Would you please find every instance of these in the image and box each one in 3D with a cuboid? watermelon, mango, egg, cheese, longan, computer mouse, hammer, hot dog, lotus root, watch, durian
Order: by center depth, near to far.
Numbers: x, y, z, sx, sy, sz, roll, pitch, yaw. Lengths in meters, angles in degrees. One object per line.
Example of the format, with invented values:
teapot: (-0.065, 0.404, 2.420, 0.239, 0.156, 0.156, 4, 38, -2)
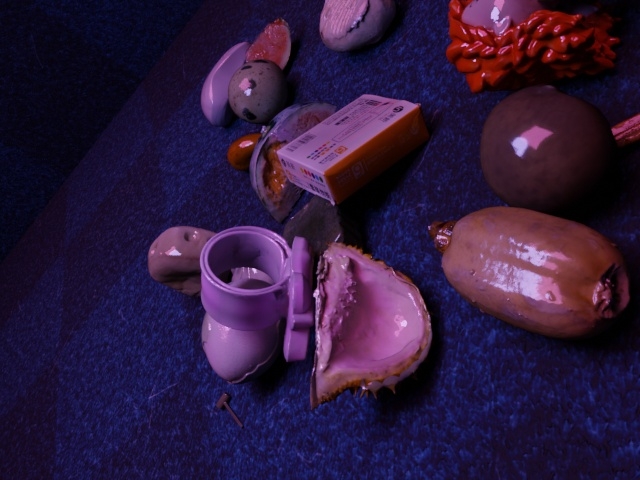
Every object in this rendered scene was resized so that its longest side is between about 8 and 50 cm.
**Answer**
lotus root: (0.292, 0.037, 0.913, 0.342, 0.151, 0.170, 24, 95, 55)
hot dog: (0.496, -0.174, 0.934, 0.122, 0.037, 0.049, -26, 34, 28)
longan: (0.347, -0.138, 0.949, 0.197, 0.196, 0.220, -49, 44, 11)
durian: (0.099, 0.155, 1.058, 0.195, 0.186, 0.305, -6, 49, 17)
watch: (-0.122, 0.097, 1.161, 0.249, 0.217, 0.211, -88, 4, -47)
egg: (-0.160, 0.198, 1.291, 0.183, 0.183, 0.217, -27, 46, 35)
hammer: (-0.195, 0.377, 1.337, 0.036, 0.019, 0.110, -57, 38, 1)
watermelon: (-0.106, -0.235, 1.563, 0.322, 0.175, 0.188, -58, 36, -3)
cheese: (-0.329, 0.062, 1.583, 0.234, 0.218, 0.117, -5, 51, 9)
mango: (-0.203, -0.267, 1.763, 0.159, 0.105, 0.084, -34, 60, 22)
egg: (-0.181, -0.450, 1.816, 0.177, 0.177, 0.228, -22, 38, 39)
watermelon: (-0.162, -0.588, 1.978, 0.231, 0.128, 0.146, -50, 4, -2)
computer mouse: (-0.315, -0.524, 2.031, 0.184, 0.121, 0.297, 57, -127, -83)

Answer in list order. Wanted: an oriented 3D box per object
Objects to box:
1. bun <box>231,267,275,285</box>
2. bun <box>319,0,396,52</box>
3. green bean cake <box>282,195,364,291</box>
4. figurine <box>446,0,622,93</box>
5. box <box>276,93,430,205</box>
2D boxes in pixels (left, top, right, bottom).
bun: (-0.150, 0.063, 1.436, 0.172, 0.119, 0.173, -31, 43, 35)
bun: (0.103, -0.607, 1.633, 0.239, 0.141, 0.239, -28, 50, 39)
green bean cake: (0.000, 0.000, 1.328, 0.185, 0.094, 0.184, -38, 40, 25)
figurine: (0.379, -0.438, 1.022, 0.305, 0.412, 0.241, 18, 41, 13)
box: (0.069, -0.209, 1.328, 0.273, 0.091, 0.220, -36, 33, -14)
